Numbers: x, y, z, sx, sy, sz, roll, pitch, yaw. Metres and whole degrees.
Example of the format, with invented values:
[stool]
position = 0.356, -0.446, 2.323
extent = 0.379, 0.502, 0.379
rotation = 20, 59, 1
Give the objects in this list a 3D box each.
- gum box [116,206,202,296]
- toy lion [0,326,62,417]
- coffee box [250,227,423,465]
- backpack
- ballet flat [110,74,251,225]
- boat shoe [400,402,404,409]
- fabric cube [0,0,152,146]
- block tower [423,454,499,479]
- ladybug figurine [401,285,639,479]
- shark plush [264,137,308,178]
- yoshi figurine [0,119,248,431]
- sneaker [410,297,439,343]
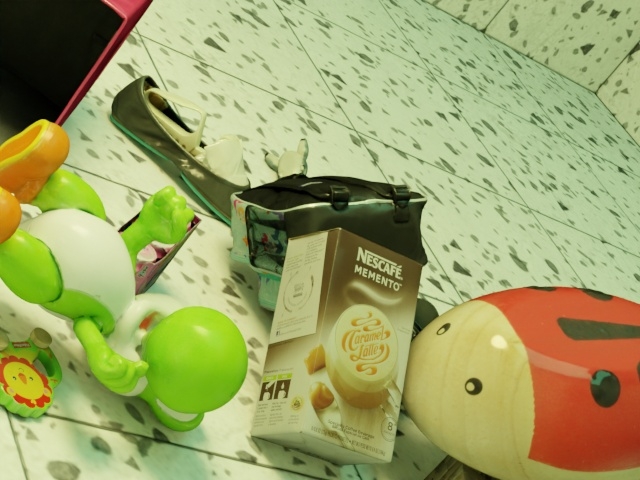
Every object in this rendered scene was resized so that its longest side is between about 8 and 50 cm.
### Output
[gum box]
position = -0.217, 0.022, 1.752
extent = 0.062, 0.107, 0.188
rotation = 39, 22, -1
[toy lion]
position = -0.297, 0.135, 1.513
extent = 0.100, 0.034, 0.096
rotation = 1, 50, -58
[coffee box]
position = 0.021, 0.126, 1.762
extent = 0.141, 0.098, 0.246
rotation = 23, 67, -35
[backpack]
position = 0.000, 0.000, 1.978
extent = 0.225, 0.191, 0.253
rotation = -5, 14, -30
[ballet flat]
position = -0.177, -0.129, 2.129
extent = 0.280, 0.096, 0.095
rotation = 40, 21, 2
[boat shoe]
position = 0.097, 0.147, 2.064
extent = 0.075, 0.065, 0.206
rotation = 31, 24, -27
[fabric cube]
position = -0.383, -0.287, 1.898
extent = 0.259, 0.254, 0.258
rotation = 35, 22, -9
[block tower]
position = 0.175, 0.363, 1.734
extent = 0.091, 0.097, 0.335
rotation = 34, 24, -12
[ladybug figurine]
position = 0.311, 0.168, 1.874
extent = 0.449, 0.162, 0.305
rotation = 1, 40, -32
[shark plush]
position = -0.029, -0.096, 2.363
extent = 0.067, 0.073, 0.161
rotation = 61, 0, -37
[yoshi figurine]
position = -0.198, 0.054, 1.535
extent = 0.362, 0.203, 0.203
rotation = 50, 4, -25
[sneaker]
position = 0.098, 0.139, 1.948
extent = 0.101, 0.106, 0.267
rotation = 37, 37, 8
